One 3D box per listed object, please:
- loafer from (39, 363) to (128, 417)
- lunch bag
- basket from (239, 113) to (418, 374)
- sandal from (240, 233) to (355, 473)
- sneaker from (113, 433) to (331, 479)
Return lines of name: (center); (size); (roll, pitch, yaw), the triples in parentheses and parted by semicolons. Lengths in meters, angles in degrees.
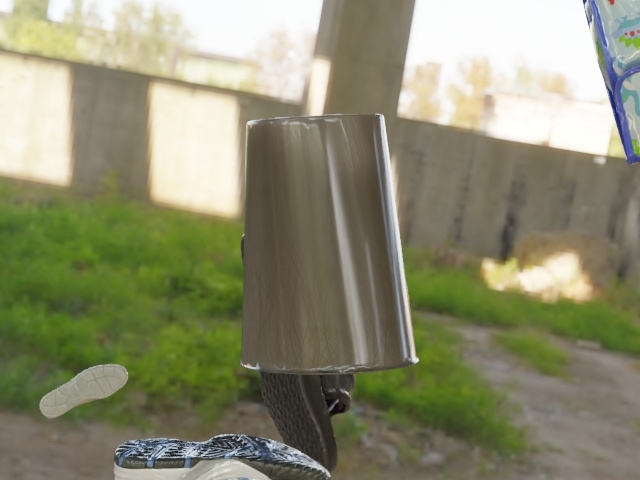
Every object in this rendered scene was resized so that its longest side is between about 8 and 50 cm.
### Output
loafer: (-0.321, 0.201, 1.986); (0.125, 0.045, 0.039); (-24, 0, -12)
lunch bag: (0.284, -0.147, 1.154); (0.128, 0.151, 0.096); (-14, 0, 9)
basket: (0.000, 0.000, 1.355); (0.154, 0.227, 0.204); (-4, 2, -27)
sandal: (-0.012, 0.162, 2.037); (0.107, 0.446, 0.167); (-24, 42, -21)
sneaker: (-0.091, 0.226, 1.341); (0.211, 0.081, 0.080); (4, 9, -24)
